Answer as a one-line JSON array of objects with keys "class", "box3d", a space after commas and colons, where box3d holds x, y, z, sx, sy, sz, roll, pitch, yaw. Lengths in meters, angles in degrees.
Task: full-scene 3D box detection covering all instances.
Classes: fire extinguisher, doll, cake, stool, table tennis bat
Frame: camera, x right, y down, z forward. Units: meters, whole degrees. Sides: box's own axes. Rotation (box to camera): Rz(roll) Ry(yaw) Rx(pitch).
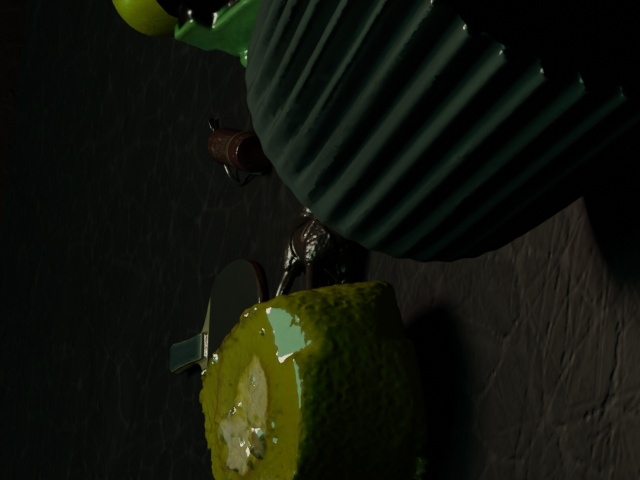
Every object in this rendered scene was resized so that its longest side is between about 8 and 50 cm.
[{"class": "fire extinguisher", "box3d": [-0.095, -0.096, 2.079, 0.157, 0.045, 0.078, -160, 57, -69]}, {"class": "doll", "box3d": [0.000, 0.000, 1.754, 0.139, 0.057, 0.165, 152, 128, -70]}, {"class": "cake", "box3d": [-0.003, 0.151, 1.554, 0.260, 0.156, 0.179, 125, 132, -62]}, {"class": "stool", "box3d": [0.112, -0.154, 1.165, 0.330, 0.297, 0.297, 127, 145, -63]}, {"class": "table tennis bat", "box3d": [-0.118, 0.117, 2.088, 0.301, 0.022, 0.173, 151, 124, -65]}]

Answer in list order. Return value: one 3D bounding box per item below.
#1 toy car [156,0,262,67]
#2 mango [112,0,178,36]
[{"class": "toy car", "box3d": [-0.049, -0.325, 1.835, 0.213, 0.176, 0.358, -34, 42, 48]}, {"class": "mango", "box3d": [-0.147, -0.313, 2.067, 0.273, 0.185, 0.149, 141, 114, -81]}]
